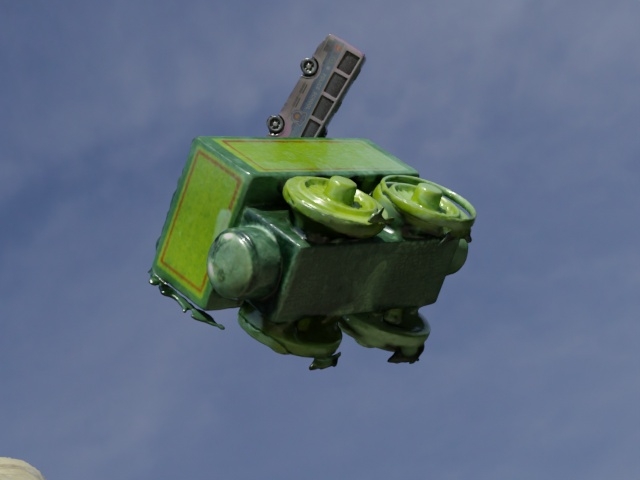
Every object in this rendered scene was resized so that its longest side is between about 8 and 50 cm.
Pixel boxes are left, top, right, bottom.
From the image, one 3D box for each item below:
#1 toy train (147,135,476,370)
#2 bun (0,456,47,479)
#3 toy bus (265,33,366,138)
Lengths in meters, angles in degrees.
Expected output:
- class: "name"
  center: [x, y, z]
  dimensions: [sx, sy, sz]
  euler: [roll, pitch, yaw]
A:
- class: "toy train"
  center: [0.000, 0.000, 1.277]
  dimensions: [0.272, 0.188, 0.159]
  euler: [-3, -60, -48]
- class: "bun"
  center: [-0.335, 0.258, 1.344]
  dimensions: [0.222, 0.222, 0.127]
  euler: [-37, -75, 26]
- class: "toy bus"
  center: [-0.008, -0.121, 1.391]
  dimensions: [0.052, 0.037, 0.130]
  euler: [30, -88, 4]
